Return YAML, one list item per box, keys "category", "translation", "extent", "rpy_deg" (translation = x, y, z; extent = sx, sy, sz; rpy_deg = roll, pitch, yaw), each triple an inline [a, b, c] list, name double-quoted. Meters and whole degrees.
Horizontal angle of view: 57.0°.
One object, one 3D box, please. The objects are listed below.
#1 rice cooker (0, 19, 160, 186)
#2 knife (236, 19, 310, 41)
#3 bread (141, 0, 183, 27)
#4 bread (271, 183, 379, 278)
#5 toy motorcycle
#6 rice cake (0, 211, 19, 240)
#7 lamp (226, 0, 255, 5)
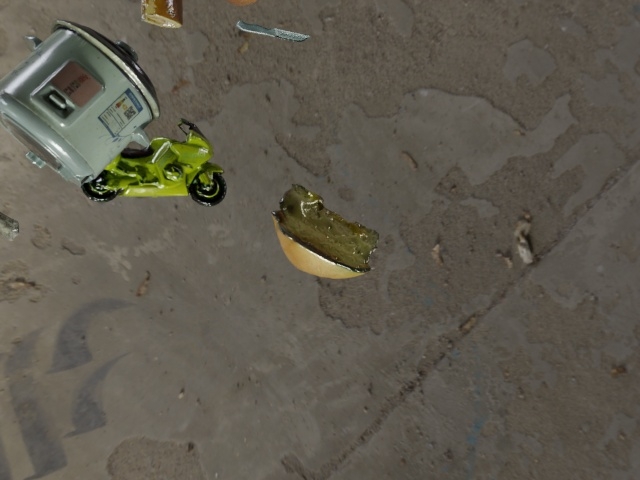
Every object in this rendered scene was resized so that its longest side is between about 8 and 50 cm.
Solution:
- category: "rice cooker"
  translation: [-0.475, -0.278, 1.173]
  extent: [0.317, 0.264, 0.316]
  rpy_deg: [3, 82, -18]
- category: "knife"
  translation: [-0.133, -0.589, 1.670]
  extent: [0.210, 0.015, 0.028]
  rpy_deg: [8, 100, -14]
- category: "bread"
  translation: [-0.158, -0.258, 0.588]
  extent: [0.047, 0.036, 0.083]
  rpy_deg: [-5, 101, -51]
- category: "bread"
  translation: [-0.009, 0.001, 1.336]
  extent: [0.252, 0.133, 0.174]
  rpy_deg: [30, 48, -10]
- category: "toy motorcycle"
  translation: [-0.392, -0.187, 1.391]
  extent: [0.343, 0.142, 0.206]
  rpy_deg: [0, 78, -17]
- category: "rice cake"
  translation: [-0.822, -0.068, 1.422]
  extent: [0.052, 0.256, 0.057]
  rpy_deg: [-20, 67, 3]
- category: "lamp"
  translation: [-0.182, -0.602, 1.332]
  extent: [0.136, 0.136, 0.136]
  rpy_deg: [1, 82, -9]
